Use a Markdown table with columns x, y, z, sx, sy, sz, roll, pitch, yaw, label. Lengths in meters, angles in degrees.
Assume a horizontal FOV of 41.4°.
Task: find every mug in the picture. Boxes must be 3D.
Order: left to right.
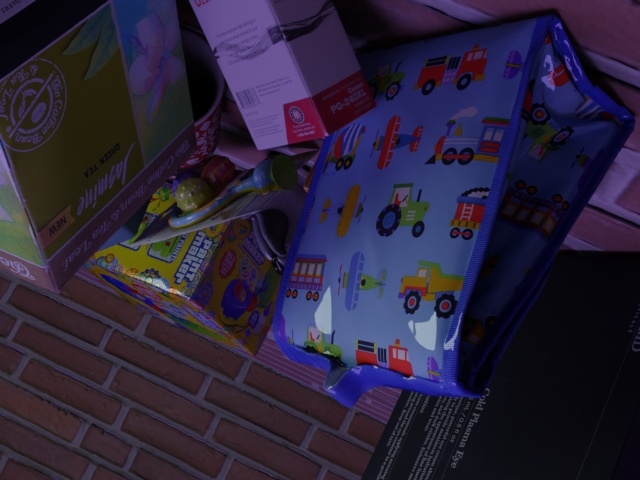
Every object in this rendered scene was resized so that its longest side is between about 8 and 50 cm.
| x | y | z | sx | sy | sz | roll | pitch | yaw | label |
| --- | --- | --- | --- | --- | --- | --- | --- | --- | --- |
| -0.166 | -0.164 | 0.943 | 0.169 | 0.113 | 0.150 | 109 | 140 | -77 | mug |

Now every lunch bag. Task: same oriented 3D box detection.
| x | y | z | sx | sy | sz | roll | pitch | yaw | label |
| --- | --- | --- | --- | --- | --- | --- | --- | --- | --- |
| 0.075 | -0.009 | 0.667 | 0.138 | 0.293 | 0.221 | 38 | 160 | -32 | lunch bag |

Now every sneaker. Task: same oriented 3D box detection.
| x | y | z | sx | sy | sz | roll | pitch | yaw | label |
| --- | --- | --- | --- | --- | --- | --- | --- | --- | --- |
| 0.000 | 0.000 | 1.084 | 0.228 | 0.132 | 0.086 | 28 | 163 | -4 | sneaker |

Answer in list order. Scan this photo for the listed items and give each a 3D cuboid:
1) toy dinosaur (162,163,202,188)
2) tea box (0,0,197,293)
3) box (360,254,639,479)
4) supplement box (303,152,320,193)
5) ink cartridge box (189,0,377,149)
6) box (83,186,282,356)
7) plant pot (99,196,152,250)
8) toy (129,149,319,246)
| x | y | z | sx | sy | sz | roll | pitch | yaw | label |
| --- | --- | --- | --- | --- | --- | --- | --- | --- | --- |
| -0.319 | -0.145 | 1.194 | 0.322 | 0.164 | 0.218 | 42 | 150 | 11 | toy dinosaur |
| -0.310 | -0.181 | 0.705 | 0.328 | 0.220 | 0.324 | 20 | 141 | 21 | tea box |
| 0.255 | 0.200 | 0.927 | 0.179 | 0.343 | 0.312 | 37 | 162 | -28 | box |
| 0.100 | -0.044 | 0.902 | 0.233 | 0.080 | 0.078 | 18 | 159 | 34 | supplement box |
| -0.034 | -0.158 | 0.686 | 0.109 | 0.063 | 0.151 | 0 | 118 | 56 | ink cartridge box |
| -0.239 | 0.038 | 1.486 | 0.279 | 0.177 | 0.290 | 17 | 161 | 25 | box |
| -0.325 | -0.098 | 1.041 | 0.165 | 0.166 | 0.234 | -18 | 129 | 30 | plant pot |
| -0.129 | -0.066 | 1.020 | 0.237 | 0.137 | 0.056 | -9 | 119 | 39 | toy |
